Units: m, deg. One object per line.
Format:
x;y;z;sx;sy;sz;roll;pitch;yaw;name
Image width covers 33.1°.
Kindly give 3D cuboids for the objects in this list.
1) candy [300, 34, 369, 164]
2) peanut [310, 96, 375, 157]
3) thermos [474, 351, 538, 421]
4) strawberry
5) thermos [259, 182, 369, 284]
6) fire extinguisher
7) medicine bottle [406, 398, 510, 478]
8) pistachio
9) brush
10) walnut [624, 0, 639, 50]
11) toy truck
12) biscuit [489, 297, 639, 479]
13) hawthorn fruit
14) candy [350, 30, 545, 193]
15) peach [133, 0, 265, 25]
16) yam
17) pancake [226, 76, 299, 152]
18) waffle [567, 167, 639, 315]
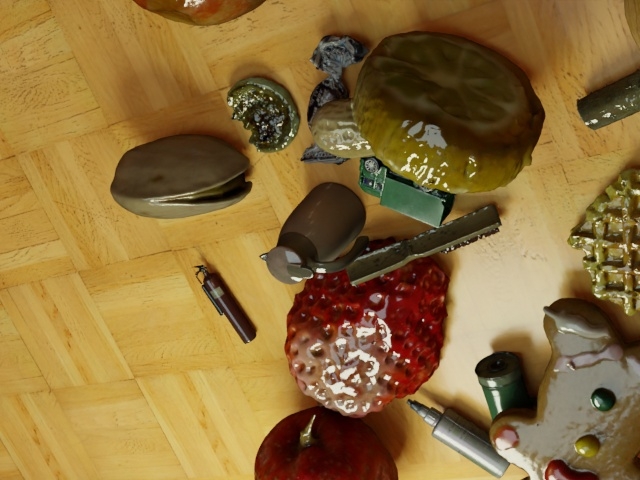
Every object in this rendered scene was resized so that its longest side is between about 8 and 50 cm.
0.018;-0.205;1.617;0.094;0.051;0.226;23;127;12;candy
0.093;-0.162;1.558;0.214;0.090;0.098;1;159;15;peanut
0.310;0.274;1.735;0.073;0.083;0.187;20;134;56;thermos
0.069;0.148;1.739;0.265;0.149;0.336;38;128;6;strawberry
0.000;0.000;1.659;0.137;0.193;0.105;16;123;20;thermos
-0.176;0.110;1.933;0.173;0.035;0.049;58;166;-12;fire extinguisher
0.230;0.324;1.813;0.199;0.057;0.057;32;129;8;medicine bottle
-0.230;-0.101;1.766;0.238;0.153;0.137;-8;127;4;pistachio
0.156;0.012;1.626;0.248;0.043;0.036;-23;143;14;brush
0.451;-0.260;1.274;0.159;0.159;0.206;-34;99;39;walnut
0.129;-0.089;1.615;0.147;0.065;0.079;23;126;15;toy truck
0.396;0.317;1.622;0.283;0.064;0.432;24;110;10;biscuit
0.004;0.413;1.866;0.258;0.258;0.262;-25;144;38;hawthorn fruit
0.168;-0.175;1.419;0.260;0.260;0.118;33;134;8;candy
-0.167;-0.404;1.511;0.236;0.214;0.214;21;129;-6;peach
0.401;-0.188;1.408;0.132;0.054;0.054;-23;105;39;yam
-0.089;-0.200;1.699;0.116;0.022;0.129;-29;106;38;pancake
0.489;0.013;1.482;0.291;0.051;0.291;13;122;22;waffle
